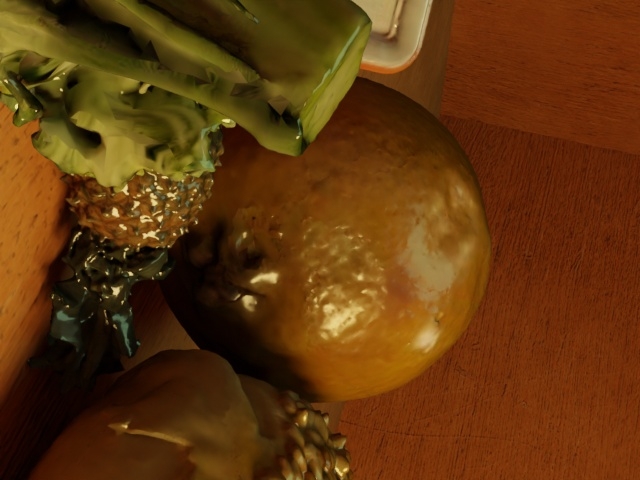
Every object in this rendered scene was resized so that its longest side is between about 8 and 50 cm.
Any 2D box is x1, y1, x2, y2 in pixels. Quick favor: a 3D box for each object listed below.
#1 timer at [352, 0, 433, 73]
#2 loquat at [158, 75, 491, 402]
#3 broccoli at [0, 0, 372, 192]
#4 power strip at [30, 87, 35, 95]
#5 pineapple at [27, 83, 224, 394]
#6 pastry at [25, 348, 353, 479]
[{"bbox_3d":[-0.041,-0.275,0.681,0.250,0.161,0.257,4,106,-36],"label":"timer"},{"bbox_3d":[0.000,0.000,0.892,0.328,0.329,0.328,13,90,-79],"label":"loquat"},{"bbox_3d":[-0.095,-0.121,0.461,0.247,0.243,0.262,-29,148,-60],"label":"broccoli"},{"bbox_3d":[-0.176,-0.128,0.624,0.136,0.019,0.050,-53,157,-65],"label":"power strip"},{"bbox_3d":[-0.155,0.003,0.699,0.125,0.125,0.251,-51,165,-66],"label":"pineapple"},{"bbox_3d":[-0.117,0.283,0.759,0.409,0.245,0.409,23,90,-80],"label":"pastry"}]
